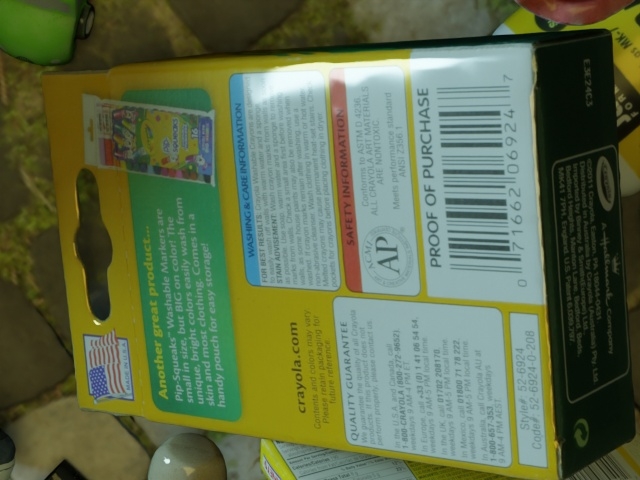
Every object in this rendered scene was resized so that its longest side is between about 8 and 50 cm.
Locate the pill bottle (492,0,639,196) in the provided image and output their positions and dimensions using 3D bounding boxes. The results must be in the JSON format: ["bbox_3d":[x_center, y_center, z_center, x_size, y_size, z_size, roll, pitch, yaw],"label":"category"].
[{"bbox_3d":[0.167,-0.100,0.841,0.208,0.119,0.119,-42,96,7],"label":"pill bottle"}]

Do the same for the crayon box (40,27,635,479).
[{"bbox_3d":[0.000,0.000,0.824,0.322,0.083,0.203,3,102,38],"label":"crayon box"}]

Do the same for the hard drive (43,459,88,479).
[{"bbox_3d":[-0.139,0.212,0.948,0.135,0.022,0.094,44,97,-5],"label":"hard drive"}]

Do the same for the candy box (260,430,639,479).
[{"bbox_3d":[0.081,0.125,0.849,0.205,0.105,0.027,-9,123,-23],"label":"candy box"}]

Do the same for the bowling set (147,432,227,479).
[{"bbox_3d":[0.018,0.233,0.844,0.286,0.200,0.154,11,120,-1],"label":"bowling set"}]

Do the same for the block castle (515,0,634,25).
[{"bbox_3d":[0.079,-0.349,0.684,0.303,0.213,0.453,-37,108,11],"label":"block castle"}]

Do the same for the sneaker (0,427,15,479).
[{"bbox_3d":[-0.253,0.034,0.889,0.226,0.086,0.163,28,102,-2],"label":"sneaker"}]

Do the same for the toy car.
[{"bbox_3d":[-0.135,-0.205,0.863,0.239,0.053,0.225,16,99,-1],"label":"toy car"}]
